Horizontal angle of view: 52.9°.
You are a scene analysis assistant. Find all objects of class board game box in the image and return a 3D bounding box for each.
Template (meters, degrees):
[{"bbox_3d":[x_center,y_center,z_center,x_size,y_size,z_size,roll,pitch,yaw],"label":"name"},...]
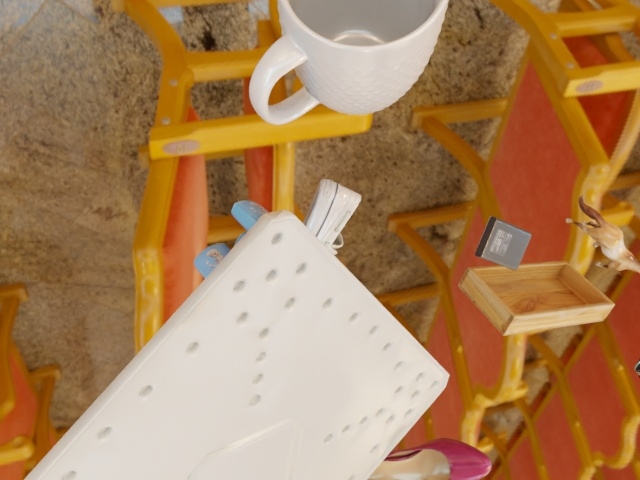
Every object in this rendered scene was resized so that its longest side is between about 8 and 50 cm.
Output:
[{"bbox_3d":[-0.080,0.200,0.578,0.390,0.050,0.390,-48,140,-4],"label":"board game box"}]

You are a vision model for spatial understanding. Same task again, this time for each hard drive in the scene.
[{"bbox_3d":[0.410,0.008,1.433,0.135,0.022,0.094,18,96,-36],"label":"hard drive"}]

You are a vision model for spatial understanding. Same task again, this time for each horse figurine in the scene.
[{"bbox_3d":[0.747,0.005,1.676,0.066,0.174,0.263,-41,110,-6],"label":"horse figurine"}]

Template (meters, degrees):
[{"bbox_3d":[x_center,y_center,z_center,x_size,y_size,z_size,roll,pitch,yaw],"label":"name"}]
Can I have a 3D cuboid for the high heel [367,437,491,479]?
[{"bbox_3d":[0.216,0.567,1.553,0.378,0.127,0.181,-11,178,18],"label":"high heel"}]

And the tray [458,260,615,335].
[{"bbox_3d":[0.603,0.154,1.794,0.411,0.202,0.076,-3,128,-31],"label":"tray"}]

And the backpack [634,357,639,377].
[{"bbox_3d":[0.644,0.189,1.058,0.166,0.144,0.188,5,122,-34],"label":"backpack"}]

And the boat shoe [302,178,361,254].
[{"bbox_3d":[0.000,0.000,1.063,0.076,0.083,0.226,19,136,-7],"label":"boat shoe"}]

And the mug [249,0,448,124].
[{"bbox_3d":[0.031,-0.344,1.134,0.374,0.276,0.328,-39,168,-8],"label":"mug"}]
